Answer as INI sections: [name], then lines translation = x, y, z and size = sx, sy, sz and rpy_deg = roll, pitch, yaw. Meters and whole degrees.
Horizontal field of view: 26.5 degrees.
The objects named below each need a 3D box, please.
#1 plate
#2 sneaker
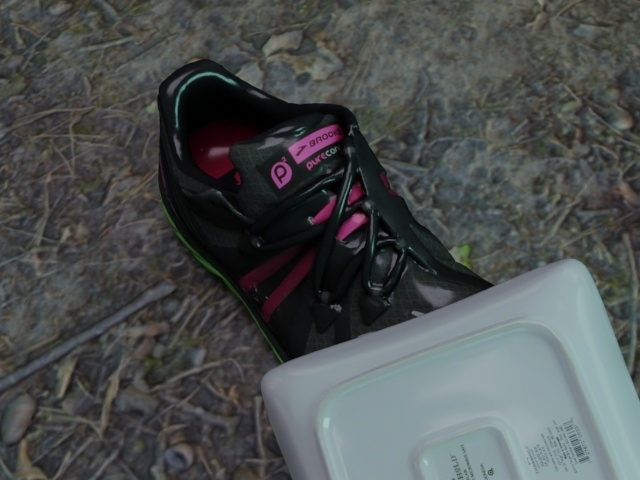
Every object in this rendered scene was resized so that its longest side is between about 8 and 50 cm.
[plate]
translation = 0.116, 0.180, 1.018
size = 0.278, 0.045, 0.277
rpy_deg = -21, 74, 6
[sneaker]
translation = 0.000, 0.000, 1.185
size = 0.185, 0.202, 0.482
rpy_deg = -40, 55, -21
